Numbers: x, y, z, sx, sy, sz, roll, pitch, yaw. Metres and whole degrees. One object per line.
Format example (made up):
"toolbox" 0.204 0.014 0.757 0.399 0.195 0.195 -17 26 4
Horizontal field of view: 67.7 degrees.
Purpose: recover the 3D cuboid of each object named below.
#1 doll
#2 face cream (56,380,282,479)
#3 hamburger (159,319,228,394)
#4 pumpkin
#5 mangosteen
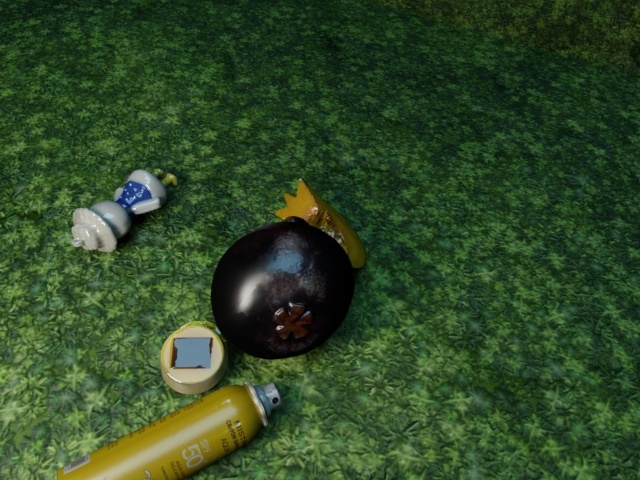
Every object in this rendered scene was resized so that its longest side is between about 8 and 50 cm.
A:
"doll" -0.451 -0.074 1.100 0.139 0.119 0.293 18 44 20
"face cream" -0.225 0.329 0.777 0.349 0.104 0.105 -22 55 -23
"hamburger" -0.235 0.215 0.890 0.127 0.081 0.141 -14 64 -15
"pumpkin" 0.000 0.000 1.104 0.149 0.130 0.253 15 39 -58
"mangosteen" -0.079 0.078 0.925 0.275 0.274 0.302 -9 28 -13
